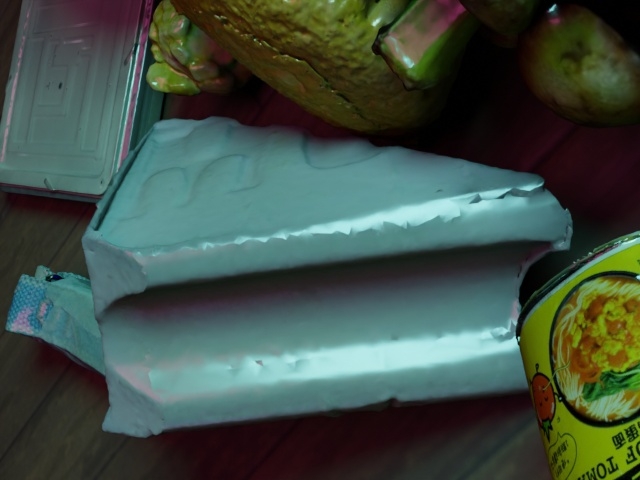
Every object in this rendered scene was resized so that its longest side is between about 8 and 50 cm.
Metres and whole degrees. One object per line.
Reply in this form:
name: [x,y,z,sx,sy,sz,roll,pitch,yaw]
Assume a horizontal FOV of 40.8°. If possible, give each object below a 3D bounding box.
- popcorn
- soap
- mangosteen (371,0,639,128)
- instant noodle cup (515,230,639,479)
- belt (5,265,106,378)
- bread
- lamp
popcorn: [-0.105,-0.176,0.753,0.089,0.097,0.109,-16,58,37]
soap: [0.000,0.000,0.620,0.302,0.258,0.159,-5,114,5]
mangosteen: [0.143,-0.186,0.413,0.302,0.275,0.275,-43,56,20]
instant noodle cup: [0.181,0.085,0.402,0.182,0.182,0.144,-39,49,31]
belt: [-0.194,0.086,0.789,0.302,0.087,0.072,17,97,43]
bread: [-0.006,-0.168,0.573,0.240,0.240,0.139,39,97,39]
lamp: [-0.256,-0.175,0.920,0.266,0.047,0.269,7,87,44]
